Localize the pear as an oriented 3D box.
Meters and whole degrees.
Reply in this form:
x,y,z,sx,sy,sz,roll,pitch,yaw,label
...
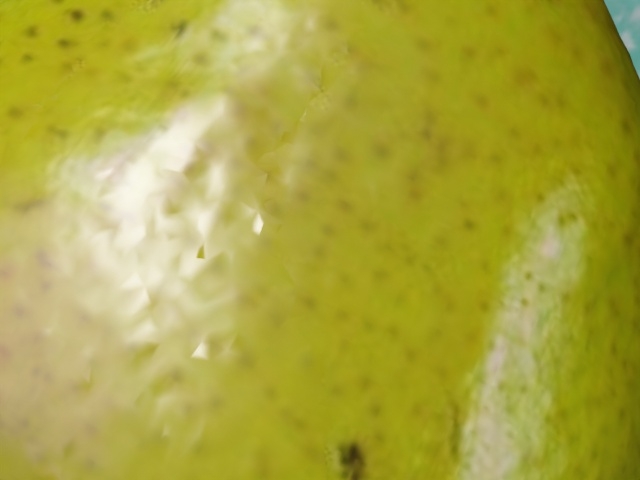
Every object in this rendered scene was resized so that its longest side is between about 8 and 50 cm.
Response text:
x,y,z,sx,sy,sz,roll,pitch,yaw,label
0.000,0.000,0.599,0.342,0.238,0.318,29,84,-6,pear
